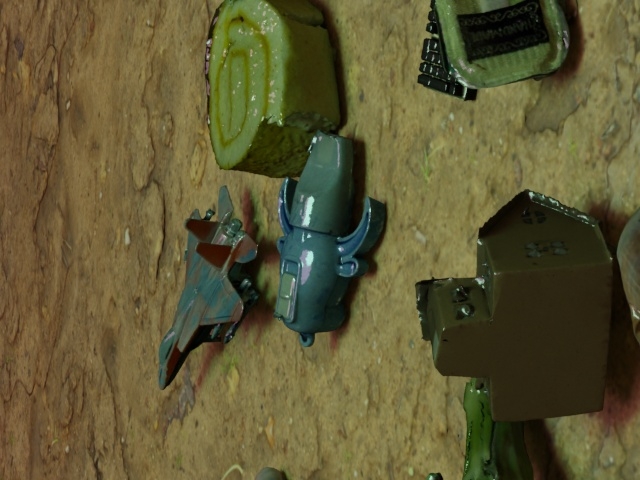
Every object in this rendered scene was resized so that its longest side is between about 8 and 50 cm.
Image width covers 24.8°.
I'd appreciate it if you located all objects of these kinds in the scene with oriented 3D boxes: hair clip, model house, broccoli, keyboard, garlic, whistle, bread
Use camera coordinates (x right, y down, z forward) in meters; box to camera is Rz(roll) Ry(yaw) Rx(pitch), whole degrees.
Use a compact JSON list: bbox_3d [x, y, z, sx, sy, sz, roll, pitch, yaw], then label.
[{"bbox_3d":[0.160,-0.305,1.483,0.091,0.138,0.321,72,-174,-82],"label":"hair clip"},{"bbox_3d":[0.179,0.039,1.416,0.248,0.176,0.181,-93,0,-63],"label":"model house"},{"bbox_3d":[0.147,0.253,1.410,0.177,0.198,0.275,-40,56,45],"label":"broccoli"},{"bbox_3d":[0.160,-0.314,1.576,0.106,0.027,0.317,28,113,57],"label":"keyboard"},{"bbox_3d":[0.314,0.023,1.251,0.198,0.090,0.128,-43,67,46],"label":"garlic"},{"bbox_3d":[0.000,0.000,1.791,0.180,0.093,0.269,18,100,50],"label":"whistle"},{"bbox_3d":[-0.059,-0.210,1.862,0.186,0.124,0.257,-14,77,52],"label":"bread"}]

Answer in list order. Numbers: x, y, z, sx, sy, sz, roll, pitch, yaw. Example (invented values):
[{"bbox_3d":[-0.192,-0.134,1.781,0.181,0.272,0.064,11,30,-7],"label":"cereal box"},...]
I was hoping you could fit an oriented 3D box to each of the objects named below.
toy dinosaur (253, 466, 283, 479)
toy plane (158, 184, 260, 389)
[{"bbox_3d":[-0.083,0.400,1.869,0.177,0.152,0.194,-166,85,-67],"label":"toy dinosaur"},{"bbox_3d":[-0.163,0.091,2.049,0.223,0.104,0.326,60,142,43],"label":"toy plane"}]
